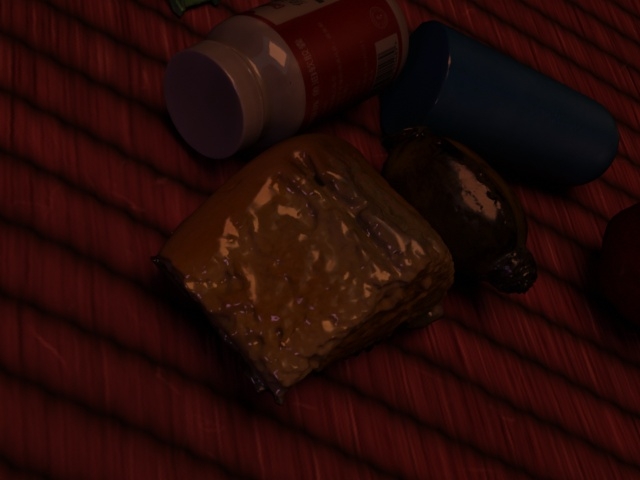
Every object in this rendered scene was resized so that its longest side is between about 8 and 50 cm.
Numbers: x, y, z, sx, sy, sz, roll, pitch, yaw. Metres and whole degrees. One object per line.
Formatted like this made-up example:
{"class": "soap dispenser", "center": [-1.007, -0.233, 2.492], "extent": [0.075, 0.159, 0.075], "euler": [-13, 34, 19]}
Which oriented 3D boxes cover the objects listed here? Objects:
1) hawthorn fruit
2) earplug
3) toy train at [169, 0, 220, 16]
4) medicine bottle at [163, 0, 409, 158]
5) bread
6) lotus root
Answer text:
{"class": "hawthorn fruit", "center": [0.377, 0.029, 1.052], "extent": [0.157, 0.157, 0.194], "euler": [38, 9, -2]}
{"class": "earplug", "center": [0.216, -0.136, 1.116], "extent": [0.272, 0.132, 0.132], "euler": [16, 52, -24]}
{"class": "toy train", "center": [-0.163, -0.320, 1.055], "extent": [0.149, 0.081, 0.099], "euler": [47, 48, 14]}
{"class": "medicine bottle", "center": [-0.029, -0.174, 0.991], "extent": [0.250, 0.131, 0.131], "euler": [-32, 78, -41]}
{"class": "bread", "center": [0.000, 0.000, 0.870], "extent": [0.204, 0.163, 0.262], "euler": [44, 38, 18]}
{"class": "lotus root", "center": [0.136, -0.027, 0.997], "extent": [0.120, 0.120, 0.209], "euler": [-26, 71, -40]}
